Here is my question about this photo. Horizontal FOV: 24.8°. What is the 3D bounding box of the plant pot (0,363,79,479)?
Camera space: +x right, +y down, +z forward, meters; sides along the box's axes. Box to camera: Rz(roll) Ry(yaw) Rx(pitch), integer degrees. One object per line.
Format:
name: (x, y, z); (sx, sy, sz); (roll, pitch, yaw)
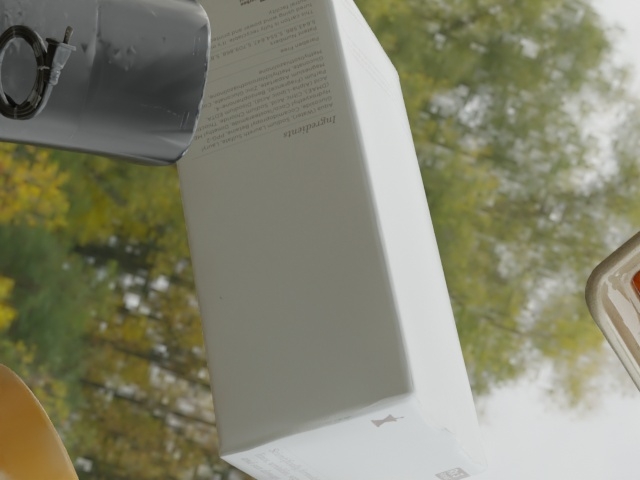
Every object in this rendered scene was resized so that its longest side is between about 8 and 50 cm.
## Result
plant pot: (-0.278, 0.210, 0.996); (0.205, 0.188, 0.205); (37, -43, 45)

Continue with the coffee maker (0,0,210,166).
coffee maker: (-0.145, -0.092, 0.795); (0.171, 0.178, 0.120); (41, -68, 31)

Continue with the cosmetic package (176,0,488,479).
cosmetic package: (0.000, 0.000, 1.141); (0.217, 0.156, 0.385); (49, 28, -58)

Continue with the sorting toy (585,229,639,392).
sorting toy: (0.255, 0.014, 0.853); (0.196, 0.347, 0.047); (-43, -128, -1)
